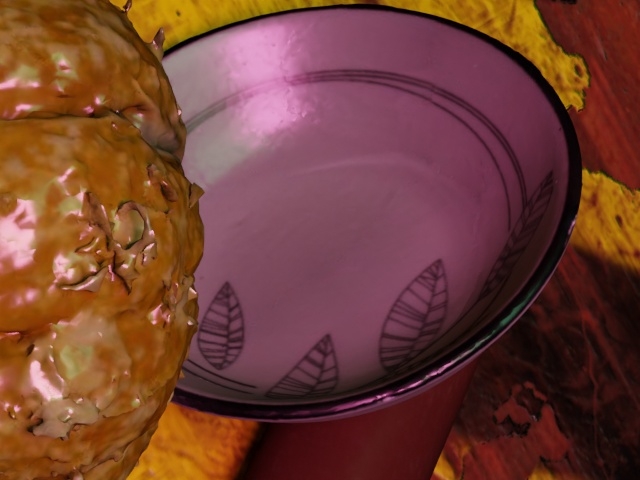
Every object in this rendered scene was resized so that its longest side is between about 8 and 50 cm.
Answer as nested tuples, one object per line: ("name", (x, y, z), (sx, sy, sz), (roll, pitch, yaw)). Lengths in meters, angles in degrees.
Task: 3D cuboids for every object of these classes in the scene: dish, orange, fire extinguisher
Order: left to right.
("orange", (-0.185, 0.009, 0.874), (0.223, 0.300, 0.301), (-6, 67, -29))
("dish", (0.000, 0.000, 1.081), (0.106, 0.316, 0.316), (78, 34, -48))
("fire extinguisher", (0.018, 0.158, 1.111), (0.147, 0.106, 0.337), (53, 50, -37))
